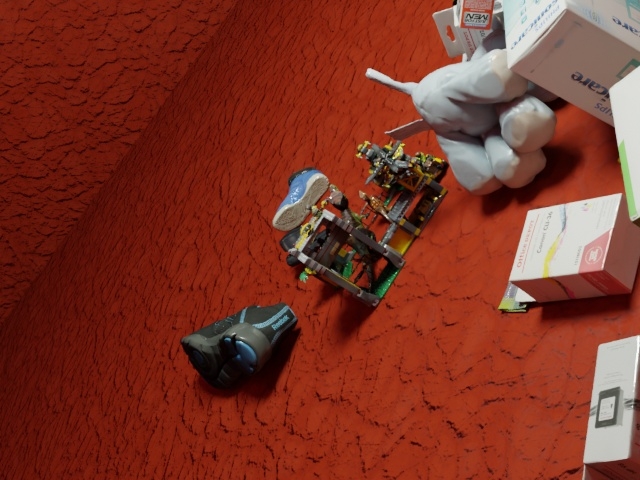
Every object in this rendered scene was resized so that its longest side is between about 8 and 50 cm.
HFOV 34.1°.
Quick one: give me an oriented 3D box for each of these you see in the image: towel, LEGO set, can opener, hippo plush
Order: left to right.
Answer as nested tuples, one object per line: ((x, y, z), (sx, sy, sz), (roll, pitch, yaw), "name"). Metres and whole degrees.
((0.000, 0.000, 2.014), (0.186, 0.073, 0.059), (-24, 33, 36), "can opener")
((0.051, -0.055, 1.822), (0.331, 0.192, 0.255), (-54, 26, 9), "LEGO set")
((0.282, -0.220, 1.652), (0.294, 0.234, 0.236), (2, 31, 45), "hippo plush")
((0.286, 0.063, 1.487), (0.060, 0.009, 0.083), (-5, 56, 58), "towel")

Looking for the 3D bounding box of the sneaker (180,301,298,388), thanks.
((-0.158, 0.203, 2.040), (0.140, 0.125, 0.341), (-40, 12, -30), "sneaker")

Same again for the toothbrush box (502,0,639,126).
((0.382, -0.327, 1.497), (0.126, 0.216, 0.295), (-47, 25, 42), "toothbrush box")

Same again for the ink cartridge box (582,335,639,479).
((0.343, 0.207, 1.118), (0.060, 0.104, 0.180), (-23, 43, 48), "ink cartridge box")

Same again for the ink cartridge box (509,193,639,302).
((0.327, 0.015, 1.392), (0.198, 0.067, 0.115), (-13, 51, 52), "ink cartridge box")

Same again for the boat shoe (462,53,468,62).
((0.291, -0.305, 1.835), (0.083, 0.065, 0.183), (-2, 64, 55), "boat shoe")

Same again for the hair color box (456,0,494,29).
((0.243, -0.415, 1.594), (0.093, 0.053, 0.167), (-82, -2, -64), "hair color box")

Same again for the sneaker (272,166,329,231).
((-0.051, -0.090, 2.197), (0.152, 0.058, 0.084), (-50, 32, 6), "sneaker")

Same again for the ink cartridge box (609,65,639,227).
((0.433, -0.054, 1.053), (0.115, 0.273, 0.198), (-40, 31, 38), "ink cartridge box")

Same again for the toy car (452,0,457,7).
((0.268, -0.501, 1.938), (0.149, 0.188, 0.155), (-51, 26, 14), "toy car")

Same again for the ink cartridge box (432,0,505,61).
((0.290, -0.353, 1.755), (0.181, 0.104, 0.061), (-14, 43, 18), "ink cartridge box")

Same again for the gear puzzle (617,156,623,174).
((0.511, -0.181, 1.318), (0.339, 0.044, 0.175), (-32, 36, 43), "gear puzzle")
